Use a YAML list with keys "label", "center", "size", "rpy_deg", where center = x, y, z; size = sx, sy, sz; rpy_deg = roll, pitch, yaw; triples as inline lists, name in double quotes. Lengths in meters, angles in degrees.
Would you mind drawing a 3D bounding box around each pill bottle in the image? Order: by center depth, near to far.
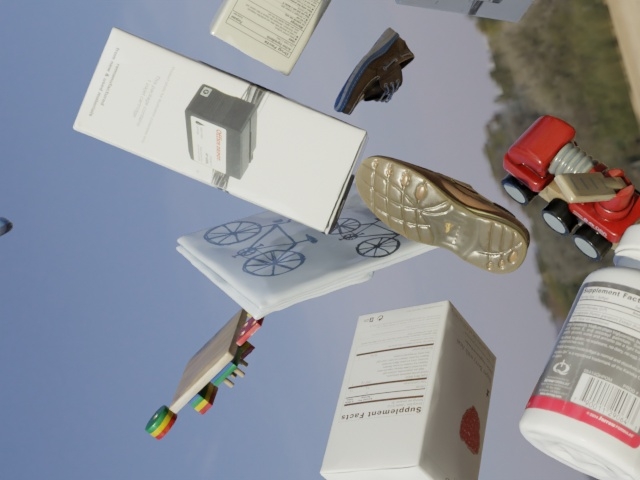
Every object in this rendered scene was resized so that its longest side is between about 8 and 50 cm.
- label: "pill bottle"
  center: [0.401, 0.144, 1.486]
  size: [0.318, 0.176, 0.176]
  rpy_deg: [-61, -31, -15]

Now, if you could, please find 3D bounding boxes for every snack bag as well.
- label: "snack bag"
  center: [0.000, 0.000, 1.619]
  size: [0.323, 0.343, 0.037]
  rpy_deg: [30, 134, 59]

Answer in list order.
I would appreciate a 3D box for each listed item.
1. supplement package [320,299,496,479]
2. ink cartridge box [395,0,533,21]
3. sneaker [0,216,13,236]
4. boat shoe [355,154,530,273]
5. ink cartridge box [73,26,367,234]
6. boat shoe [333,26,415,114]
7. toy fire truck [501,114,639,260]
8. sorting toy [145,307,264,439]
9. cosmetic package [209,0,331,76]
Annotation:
- label: "supplement package"
  center: [0.144, 0.270, 1.766]
  size: [0.177, 0.175, 0.292]
  rpy_deg: [48, -137, -37]
- label: "ink cartridge box"
  center: [0.236, -0.499, 1.975]
  size: [0.273, 0.114, 0.197]
  rpy_deg: [1, -127, -33]
- label: "sneaker"
  center: [-0.415, -0.015, 1.264]
  size: [0.053, 0.144, 0.059]
  rpy_deg: [-45, -54, -79]
- label: "boat shoe"
  center: [0.117, -0.030, 1.081]
  size: [0.064, 0.178, 0.060]
  rpy_deg: [-66, -8, 28]
- label: "ink cartridge box"
  center: [-0.104, -0.127, 1.346]
  size: [0.223, 0.308, 0.129]
  rpy_deg: [-45, -22, -86]
- label: "boat shoe"
  center: [0.082, -0.231, 1.595]
  size: [0.066, 0.066, 0.183]
  rpy_deg: [36, -126, -1]
- label: "toy fire truck"
  center: [0.366, -0.093, 1.662]
  size: [0.217, 0.158, 0.246]
  rpy_deg: [41, 168, 20]
- label: "sorting toy"
  center: [-0.140, 0.174, 1.620]
  size: [0.046, 0.274, 0.132]
  rpy_deg: [40, -157, -12]
- label: "cosmetic package"
  center: [-0.049, -0.441, 1.866]
  size: [0.153, 0.296, 0.129]
  rpy_deg: [29, -168, -14]
